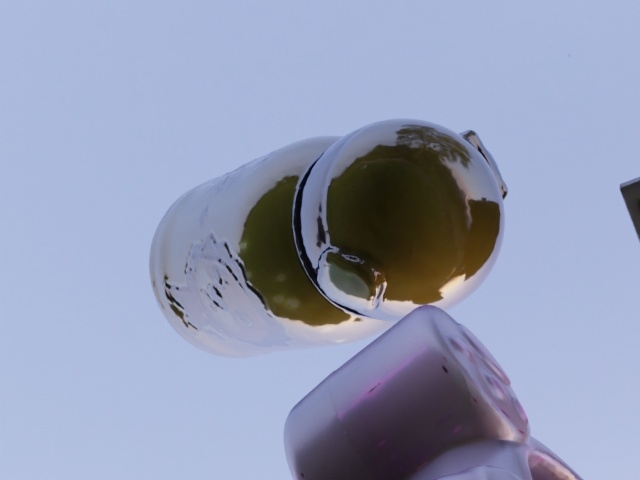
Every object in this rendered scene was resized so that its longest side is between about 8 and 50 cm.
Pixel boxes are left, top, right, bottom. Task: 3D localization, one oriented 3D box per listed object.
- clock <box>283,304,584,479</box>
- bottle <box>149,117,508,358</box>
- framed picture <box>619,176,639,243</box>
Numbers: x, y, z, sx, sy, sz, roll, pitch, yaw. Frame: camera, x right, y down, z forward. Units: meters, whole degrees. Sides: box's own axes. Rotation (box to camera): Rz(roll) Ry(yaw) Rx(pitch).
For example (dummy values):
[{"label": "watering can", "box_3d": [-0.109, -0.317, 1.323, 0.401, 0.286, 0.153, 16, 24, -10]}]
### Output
[{"label": "clock", "box_3d": [0.112, 0.200, 0.378, 0.113, 0.322, 0.295, -40, -70, 11]}, {"label": "bottle", "box_3d": [0.000, 0.000, 0.770, 0.351, 0.171, 0.171, -18, -82, 60]}, {"label": "framed picture", "box_3d": [0.330, 0.066, 0.645, 0.211, 0.020, 0.289, -27, -101, 56]}]
